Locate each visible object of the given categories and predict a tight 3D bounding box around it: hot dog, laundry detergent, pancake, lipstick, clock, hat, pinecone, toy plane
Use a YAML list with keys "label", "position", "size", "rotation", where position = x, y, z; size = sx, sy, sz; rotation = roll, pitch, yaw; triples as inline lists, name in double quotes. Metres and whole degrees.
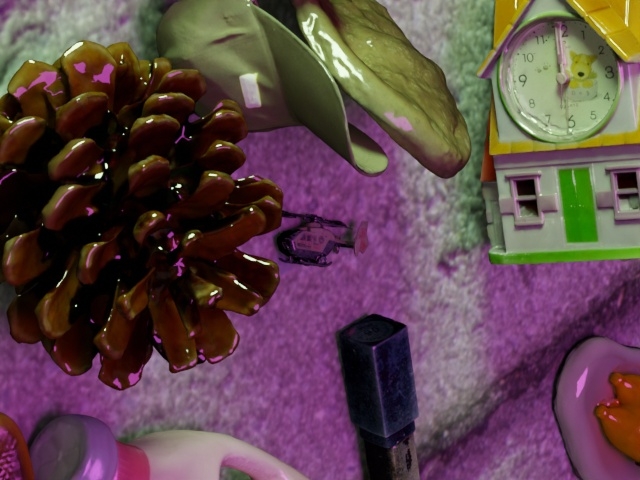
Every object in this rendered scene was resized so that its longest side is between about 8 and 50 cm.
- label: "hot dog"
  position: [-0.267, 0.201, 1.492]
  size: [0.090, 0.060, 0.140]
  rotation: [-24, 111, -34]
- label: "laundry detergent"
  position: [-0.112, 0.236, 1.634]
  size: [0.335, 0.088, 0.159]
  rotation: [35, 72, -44]
- label: "pancake"
  position: [0.052, -0.156, 1.611]
  size: [0.050, 0.242, 0.242]
  rotation: [-40, 137, 15]
- label: "lipstick"
  position: [0.070, 0.220, 1.844]
  size: [0.051, 0.051, 0.312]
  rotation: [-31, 124, -37]
- label: "clock"
  position: [0.261, -0.140, 1.811]
  size: [0.166, 0.235, 0.309]
  rotation: [-21, 104, -59]
- label: "hat"
  position: [-0.044, -0.103, 1.518]
  size: [0.144, 0.173, 0.166]
  rotation: [-24, 144, 9]
- label: "pinecone"
  position: [-0.145, -0.006, 1.422]
  size: [0.264, 0.264, 0.264]
  rotation: [-15, 112, -42]
- label: "toy plane"
  position: [0.000, 0.000, 1.723]
  size: [0.121, 0.031, 0.049]
  rotation: [9, 87, -43]

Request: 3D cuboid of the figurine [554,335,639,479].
- label: "figurine"
  position: [0.372, 0.209, 2.080]
  size: [0.250, 0.141, 0.166]
  rotation: [34, 78, -45]
